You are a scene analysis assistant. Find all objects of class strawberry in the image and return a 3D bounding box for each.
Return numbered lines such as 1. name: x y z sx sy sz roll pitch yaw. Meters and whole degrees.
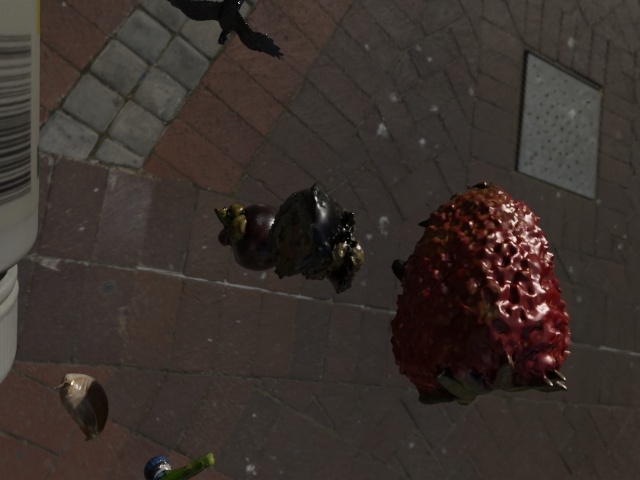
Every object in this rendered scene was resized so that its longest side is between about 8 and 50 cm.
1. strawberry: 0.196 0.057 0.751 0.138 0.233 0.306 40 42 -70

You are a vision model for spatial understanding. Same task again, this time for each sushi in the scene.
1. sushi: 0.005 0.002 1.342 0.219 0.225 0.238 25 47 -25

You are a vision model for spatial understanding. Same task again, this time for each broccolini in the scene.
1. broccolini: -0.282 0.442 1.007 0.216 0.067 0.058 -24 79 -5

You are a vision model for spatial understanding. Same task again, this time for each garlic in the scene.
1. garlic: -0.602 0.398 1.432 0.090 0.128 0.198 -16 119 -4

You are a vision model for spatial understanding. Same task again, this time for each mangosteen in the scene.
1. mangosteen: -0.192 -0.018 1.563 0.230 0.194 0.194 22 75 -25

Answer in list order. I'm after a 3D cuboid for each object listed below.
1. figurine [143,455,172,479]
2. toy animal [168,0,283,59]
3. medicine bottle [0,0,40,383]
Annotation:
1. figurine: -0.398 0.583 1.405 0.079 0.136 0.077 30 79 -9
2. toy animal: -0.153 -0.378 0.956 0.220 0.108 0.062 29 28 -4
3. medicine bottle: -0.310 -0.052 0.395 0.208 0.208 0.339 -2 116 -32
